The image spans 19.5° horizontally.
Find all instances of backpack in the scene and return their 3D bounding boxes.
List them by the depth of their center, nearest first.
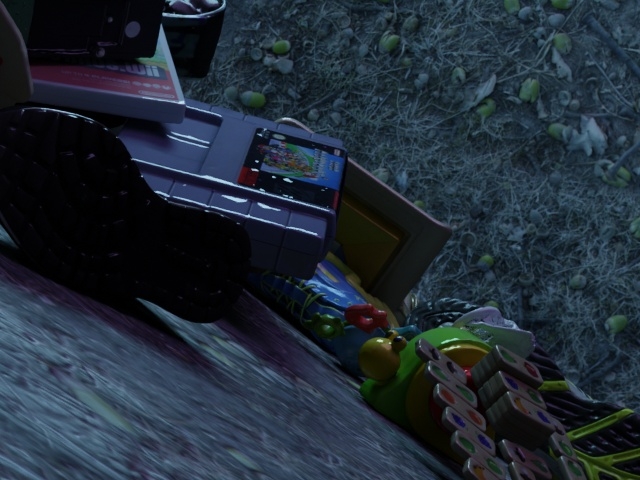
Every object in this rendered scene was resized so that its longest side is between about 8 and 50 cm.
[{"bbox_3d":[-0.267,-0.271,2.187,0.253,0.191,0.225,6,30,-33],"label":"backpack"}]

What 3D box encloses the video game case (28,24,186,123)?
[{"bbox_3d":[-0.255,-0.201,1.925,0.204,0.025,0.285,8,25,-16],"label":"video game case"}]

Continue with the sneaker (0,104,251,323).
[{"bbox_3d":[-0.177,-0.018,1.338,0.124,0.107,0.283,18,-12,36],"label":"sneaker"}]

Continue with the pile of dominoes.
[{"bbox_3d":[0.190,0.190,1.659,0.196,0.040,0.251,30,24,-31],"label":"pile of dominoes"}]

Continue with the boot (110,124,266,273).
[{"bbox_3d":[-0.167,-0.048,2.020,0.305,0.115,0.112,19,27,18],"label":"boot"}]

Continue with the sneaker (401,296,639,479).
[{"bbox_3d":[0.250,0.216,2.223,0.385,0.145,0.147,38,-18,12],"label":"sneaker"}]

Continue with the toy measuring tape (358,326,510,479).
[{"bbox_3d":[0.173,0.174,1.843,0.330,0.121,0.121,34,3,-25],"label":"toy measuring tape"}]

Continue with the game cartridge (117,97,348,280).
[{"bbox_3d":[-0.091,-0.065,1.823,0.230,0.068,0.355,11,18,0],"label":"game cartridge"}]

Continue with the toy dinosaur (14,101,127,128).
[{"bbox_3d":[-0.255,-0.164,1.975,0.160,0.121,0.313,-6,15,-5],"label":"toy dinosaur"}]

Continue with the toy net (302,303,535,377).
[{"bbox_3d":[0.106,0.089,1.887,0.232,0.045,0.122,-8,-46,27],"label":"toy net"}]

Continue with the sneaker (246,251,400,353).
[{"bbox_3d":[-0.007,0.053,2.050,0.240,0.091,0.126,34,4,-7],"label":"sneaker"}]

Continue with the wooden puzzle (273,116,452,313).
[{"bbox_3d":[0.000,0.000,2.124,0.239,0.221,0.044,33,37,-2],"label":"wooden puzzle"}]

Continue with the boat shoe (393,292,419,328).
[{"bbox_3d":[0.084,0.095,2.351,0.109,0.098,0.302,35,2,13],"label":"boat shoe"}]

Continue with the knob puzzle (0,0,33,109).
[{"bbox_3d":[-0.328,-0.184,1.612,0.213,0.030,0.213,16,-40,14],"label":"knob puzzle"}]

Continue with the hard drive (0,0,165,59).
[{"bbox_3d":[-0.291,-0.293,1.775,0.339,0.237,0.064,-5,28,-39],"label":"hard drive"}]

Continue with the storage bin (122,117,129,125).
[{"bbox_3d":[-0.282,-0.150,2.282,0.135,0.091,0.098,37,3,27],"label":"storage bin"}]
